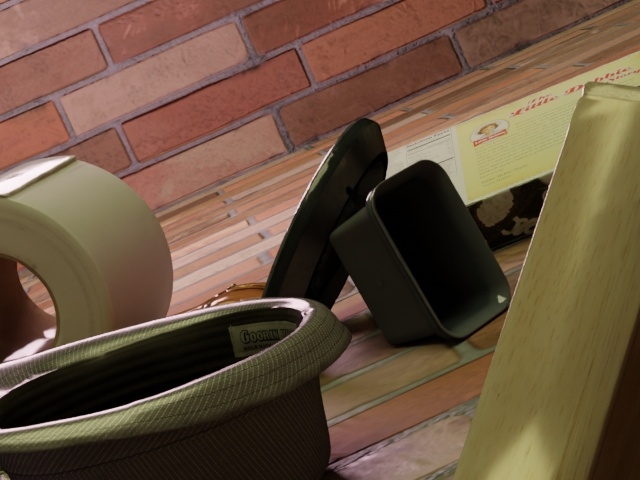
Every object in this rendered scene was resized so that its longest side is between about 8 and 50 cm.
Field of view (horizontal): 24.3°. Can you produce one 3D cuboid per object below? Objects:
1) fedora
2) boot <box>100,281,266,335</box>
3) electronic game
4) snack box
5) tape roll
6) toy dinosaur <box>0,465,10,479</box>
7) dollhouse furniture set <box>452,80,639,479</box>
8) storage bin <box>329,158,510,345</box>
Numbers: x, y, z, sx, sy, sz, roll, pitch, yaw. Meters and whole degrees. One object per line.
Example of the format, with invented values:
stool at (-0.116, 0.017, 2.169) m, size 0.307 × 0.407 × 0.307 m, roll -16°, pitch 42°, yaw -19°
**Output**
fedora at (-0.105, 0.131, 0.959) m, size 0.275 × 0.124 × 0.244 m, roll -16°, pitch 10°, yaw -7°
boot at (-0.126, 0.092, 1.433) m, size 0.197 × 0.073 × 0.152 m, roll -10°, pitch 12°, yaw 8°
electronic game at (0.000, 0.000, 1.304) m, size 0.048 × 0.229 × 0.229 m, roll 24°, pitch 23°, yaw 10°
snack box at (0.195, -0.073, 1.453) m, size 0.321 × 0.060 × 0.187 m, roll -22°, pitch 26°, yaw 12°
tape roll at (-0.294, 0.050, 1.539) m, size 0.246 × 0.246 × 0.169 m, roll -20°, pitch 10°, yaw 21°
toy dinosaur at (-0.249, 0.183, 1.258) m, size 0.118 × 0.064 × 0.268 m, roll -32°, pitch 13°, yaw -11°
dollhouse furniture set at (0.243, 0.077, 0.482) m, size 0.355 × 0.174 × 0.303 m, roll 12°, pitch -16°, yaw 30°
storage bin at (0.075, 0.015, 1.189) m, size 0.098 × 0.135 × 0.091 m, roll -31°, pitch 2°, yaw -37°
